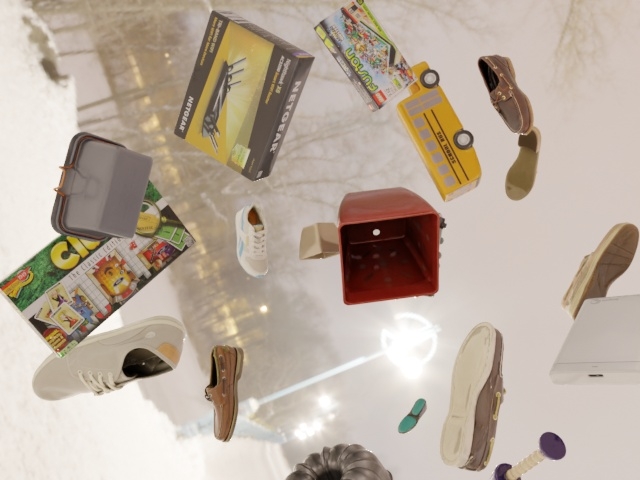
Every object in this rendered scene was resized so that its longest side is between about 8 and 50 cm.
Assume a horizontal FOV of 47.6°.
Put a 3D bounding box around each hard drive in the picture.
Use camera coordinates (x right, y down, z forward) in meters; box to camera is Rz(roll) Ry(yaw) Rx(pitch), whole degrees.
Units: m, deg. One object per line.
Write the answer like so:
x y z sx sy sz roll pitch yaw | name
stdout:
0.763 0.253 1.894 0.233 0.353 0.047 -10 -69 40 | hard drive

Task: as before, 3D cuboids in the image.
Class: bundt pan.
0.029 0.661 1.924 0.124 0.330 0.331 65 -7 -17 | bundt pan

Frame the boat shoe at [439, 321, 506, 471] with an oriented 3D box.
0.355 0.348 1.615 0.116 0.096 0.325 -12 -120 63 | boat shoe

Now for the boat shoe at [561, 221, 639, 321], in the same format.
0.836 0.085 2.204 0.341 0.121 0.110 -64 -155 17 | boat shoe

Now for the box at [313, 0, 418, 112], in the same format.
0.092 -0.373 1.450 0.207 0.114 0.036 53 -17 -11 | box

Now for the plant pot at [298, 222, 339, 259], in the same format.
0.000 0.000 2.174 0.109 0.109 0.096 -19 -102 46 | plant pot

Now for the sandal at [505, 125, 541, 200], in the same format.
0.597 -0.225 2.066 0.088 0.079 0.240 33 -42 33 | sandal

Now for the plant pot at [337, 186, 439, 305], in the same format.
0.173 -0.008 2.020 0.236 0.267 0.267 -100 -176 -57 | plant pot

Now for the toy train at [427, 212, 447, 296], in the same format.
0.321 0.046 2.485 0.142 0.190 0.334 47 53 -84 | toy train

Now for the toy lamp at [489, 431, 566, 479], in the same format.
0.508 0.567 1.820 0.080 0.080 0.275 64 -33 31 | toy lamp

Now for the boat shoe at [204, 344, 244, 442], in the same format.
-0.325 0.490 2.333 0.110 0.104 0.308 -19 -117 55 | boat shoe

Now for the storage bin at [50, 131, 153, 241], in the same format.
-0.271 -0.065 0.905 0.091 0.098 0.135 9 -96 43 | storage bin

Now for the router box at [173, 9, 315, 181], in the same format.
-0.179 -0.327 1.647 0.242 0.081 0.309 31 -64 17 | router box

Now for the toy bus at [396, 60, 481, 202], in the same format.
0.291 -0.273 1.813 0.333 0.130 0.108 64 5 12 | toy bus

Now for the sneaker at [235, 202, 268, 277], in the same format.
-0.203 -0.001 2.198 0.092 0.087 0.229 -35 -116 55 | sneaker

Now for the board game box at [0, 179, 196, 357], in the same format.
-0.314 0.031 1.039 0.136 0.259 0.030 54 -27 -17 | board game box

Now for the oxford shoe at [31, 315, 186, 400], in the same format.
-0.543 0.323 1.828 0.169 0.449 0.130 55 19 -44 | oxford shoe

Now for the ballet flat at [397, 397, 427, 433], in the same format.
0.242 0.463 1.883 0.041 0.114 0.041 32 -27 19 | ballet flat

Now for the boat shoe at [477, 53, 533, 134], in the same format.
0.399 -0.319 1.589 0.073 0.073 0.207 -55 -136 50 | boat shoe
